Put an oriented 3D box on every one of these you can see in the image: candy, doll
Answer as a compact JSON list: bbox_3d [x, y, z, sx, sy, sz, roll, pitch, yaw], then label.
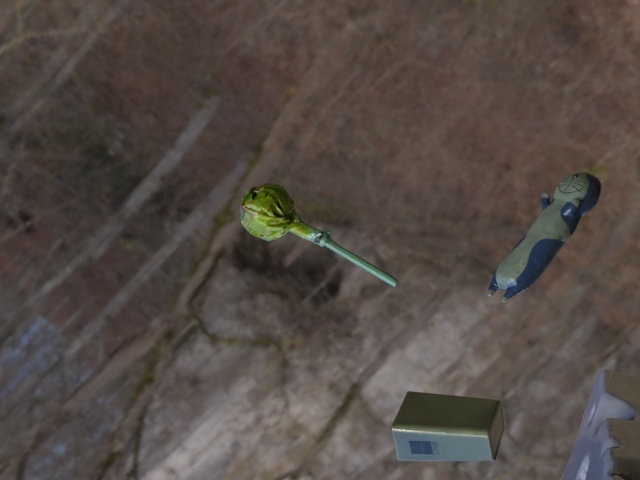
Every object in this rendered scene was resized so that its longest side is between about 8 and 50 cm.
[{"bbox_3d":[0.000,0.000,1.336,0.194,0.062,0.058,29,172,-2],"label":"candy"},{"bbox_3d":[0.169,-0.003,0.923,0.027,0.125,0.037,48,165,-33],"label":"doll"}]

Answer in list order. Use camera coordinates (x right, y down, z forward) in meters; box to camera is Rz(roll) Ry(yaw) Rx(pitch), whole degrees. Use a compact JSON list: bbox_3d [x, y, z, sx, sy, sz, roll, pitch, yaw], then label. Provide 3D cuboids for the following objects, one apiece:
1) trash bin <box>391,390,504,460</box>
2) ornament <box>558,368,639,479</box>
[{"bbox_3d":[0.120,0.173,1.136,0.061,0.092,0.043,-56,-41,-55],"label":"trash bin"},{"bbox_3d":[0.249,0.256,0.745,0.239,0.239,0.240,18,-165,6],"label":"ornament"}]
